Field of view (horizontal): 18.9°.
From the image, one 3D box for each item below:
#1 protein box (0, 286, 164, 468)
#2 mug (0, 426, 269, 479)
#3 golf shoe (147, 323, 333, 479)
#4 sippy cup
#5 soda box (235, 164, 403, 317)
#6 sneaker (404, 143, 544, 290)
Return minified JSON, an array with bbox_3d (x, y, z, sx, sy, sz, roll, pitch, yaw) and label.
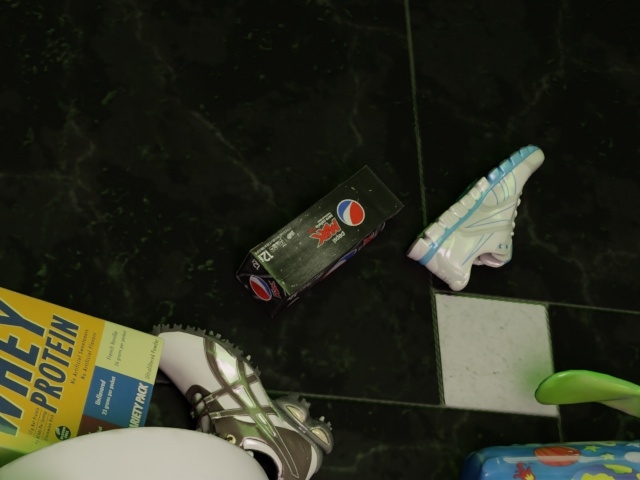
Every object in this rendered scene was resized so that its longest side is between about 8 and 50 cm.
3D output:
[{"bbox_3d":[-0.260,0.148,1.570,0.201,0.200,0.136,18,56,-12],"label":"protein box"},{"bbox_3d":[-0.136,0.320,1.372,0.276,0.374,0.328,-18,52,-2],"label":"mug"},{"bbox_3d":[-0.085,0.153,1.713,0.198,0.077,0.094,35,56,0],"label":"golf shoe"},{"bbox_3d":[0.233,0.275,1.700,0.224,0.240,0.305,6,22,-7],"label":"sippy cup"},{"bbox_3d":[0.000,0.000,1.843,0.169,0.053,0.060,-37,82,-32],"label":"soda box"},{"bbox_3d":[0.170,-0.020,1.922,0.083,0.071,0.190,47,65,-1],"label":"sneaker"}]
